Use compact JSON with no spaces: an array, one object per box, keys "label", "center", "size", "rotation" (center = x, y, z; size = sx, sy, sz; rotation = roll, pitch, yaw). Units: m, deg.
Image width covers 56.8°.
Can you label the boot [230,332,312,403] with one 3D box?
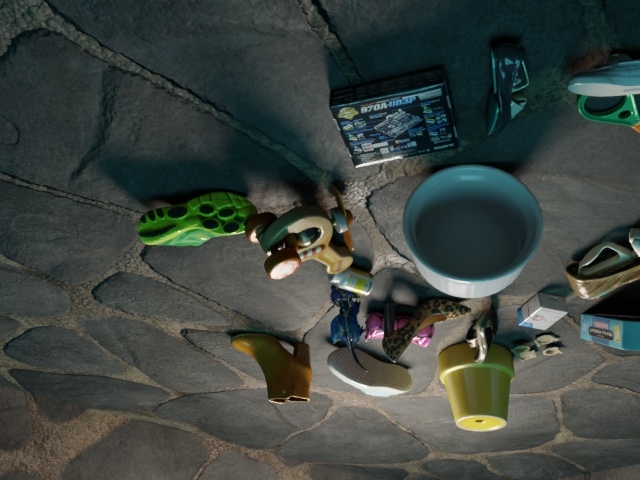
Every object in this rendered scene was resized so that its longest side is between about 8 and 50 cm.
[{"label":"boot","center":[-0.170,0.434,1.993],"size":[0.296,0.211,0.104],"rotation":[12,144,-11]}]

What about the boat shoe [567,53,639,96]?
[{"label":"boat shoe","center":[0.518,-0.288,1.014],"size":[0.184,0.063,0.066],"rotation":[-3,175,9]}]

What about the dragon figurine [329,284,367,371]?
[{"label":"dragon figurine","center":[0.078,0.251,1.716],"size":[0.085,0.288,0.144],"rotation":[-3,-177,14]}]

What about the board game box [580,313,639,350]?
[{"label":"board game box","center":[0.944,0.261,1.643],"size":[0.337,0.079,0.254],"rotation":[3,177,1]}]

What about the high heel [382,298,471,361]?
[{"label":"high heel","center":[0.311,0.268,1.726],"size":[0.262,0.186,0.093],"rotation":[-4,144,11]}]

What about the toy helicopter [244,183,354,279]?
[{"label":"toy helicopter","center":[0.000,0.000,1.430],"size":[0.235,0.140,0.355],"rotation":[-37,151,10]}]

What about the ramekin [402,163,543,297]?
[{"label":"ramekin","center":[0.316,-0.013,1.257],"size":[0.278,0.277,0.135],"rotation":[-2,152,9]}]

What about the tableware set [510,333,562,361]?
[{"label":"tableware set","center":[0.710,0.358,1.950],"size":[0.169,0.020,0.141],"rotation":[-25,138,25]}]

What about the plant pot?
[{"label":"plant pot","center":[0.530,0.501,1.997],"size":[0.254,0.238,0.254],"rotation":[3,146,2]}]

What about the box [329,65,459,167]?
[{"label":"box","center":[0.146,-0.232,1.141],"size":[0.221,0.051,0.175],"rotation":[-9,143,18]}]

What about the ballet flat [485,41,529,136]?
[{"label":"ballet flat","center":[0.336,-0.265,1.061],"size":[0.074,0.074,0.203],"rotation":[-3,142,10]}]

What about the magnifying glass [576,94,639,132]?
[{"label":"magnifying glass","center":[0.578,-0.238,1.116],"size":[0.231,0.026,0.092],"rotation":[24,141,-23]}]

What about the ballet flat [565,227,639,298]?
[{"label":"ballet flat","center":[0.751,0.038,1.442],"size":[0.124,0.116,0.342],"rotation":[41,138,-15]}]

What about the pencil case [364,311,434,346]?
[{"label":"pencil case","center":[0.243,0.280,1.838],"size":[0.210,0.095,0.098],"rotation":[9,110,-4]}]

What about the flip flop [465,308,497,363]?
[{"label":"flip flop","center":[0.489,0.288,1.825],"size":[0.080,0.112,0.277],"rotation":[19,155,26]}]

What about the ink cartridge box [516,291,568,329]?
[{"label":"ink cartridge box","center":[0.644,0.207,1.722],"size":[0.089,0.052,0.122],"rotation":[11,143,-9]}]

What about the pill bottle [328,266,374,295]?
[{"label":"pill bottle","center":[0.084,0.106,1.623],"size":[0.117,0.065,0.065],"rotation":[20,142,-20]}]

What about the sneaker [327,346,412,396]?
[{"label":"sneaker","center":[0.150,0.491,2.112],"size":[0.366,0.135,0.150],"rotation":[26,136,-27]}]

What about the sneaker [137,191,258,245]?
[{"label":"sneaker","center":[-0.288,-0.049,1.429],"size":[0.296,0.109,0.123],"rotation":[-7,173,8]}]
